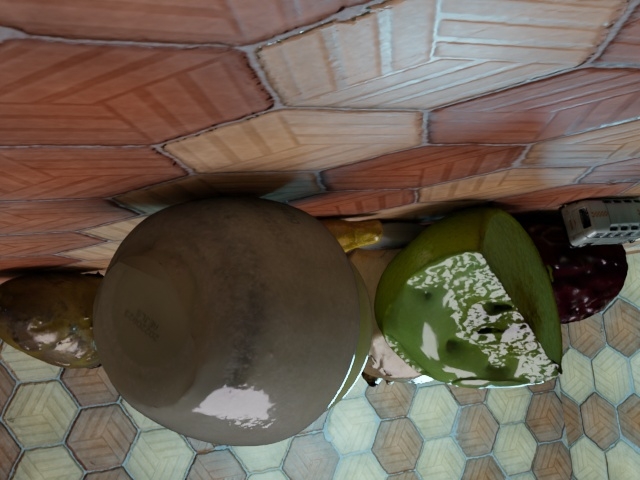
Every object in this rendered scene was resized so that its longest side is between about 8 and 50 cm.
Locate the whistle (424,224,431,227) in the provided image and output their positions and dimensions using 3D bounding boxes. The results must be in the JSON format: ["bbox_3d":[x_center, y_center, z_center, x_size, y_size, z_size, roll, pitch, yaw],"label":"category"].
[{"bbox_3d":[0.237,-0.018,1.632,0.176,0.033,0.033,-8,173,17],"label":"whistle"}]

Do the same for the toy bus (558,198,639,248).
[{"bbox_3d":[0.560,-0.038,1.561,0.194,0.087,0.089,-2,162,-27],"label":"toy bus"}]

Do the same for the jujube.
[{"bbox_3d":[0.466,0.063,1.715,0.377,0.258,0.258,-11,176,-27],"label":"jujube"}]

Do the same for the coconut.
[{"bbox_3d":[0.167,0.148,1.804,0.353,0.352,0.352,-7,174,-1],"label":"coconut"}]

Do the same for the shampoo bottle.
[{"bbox_3d":[-0.109,0.100,1.041,0.322,0.322,0.317,-11,162,32],"label":"shampoo bottle"}]

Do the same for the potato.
[{"bbox_3d":[-0.562,0.157,1.660,0.229,0.229,0.266,-9,169,22],"label":"potato"}]

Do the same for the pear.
[{"bbox_3d":[0.250,0.110,1.500,0.318,0.342,0.238,-20,-150,31],"label":"pear"}]

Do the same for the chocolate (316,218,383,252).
[{"bbox_3d":[0.000,0.000,1.358,0.219,0.085,0.085,-6,174,-15],"label":"chocolate"}]

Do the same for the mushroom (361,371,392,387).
[{"bbox_3d":[0.108,0.206,2.132,0.345,0.259,0.345,12,-156,-5],"label":"mushroom"}]

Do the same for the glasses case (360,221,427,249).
[{"bbox_3d":[0.131,-0.009,1.521,0.074,0.049,0.193,-16,169,40],"label":"glasses case"}]
